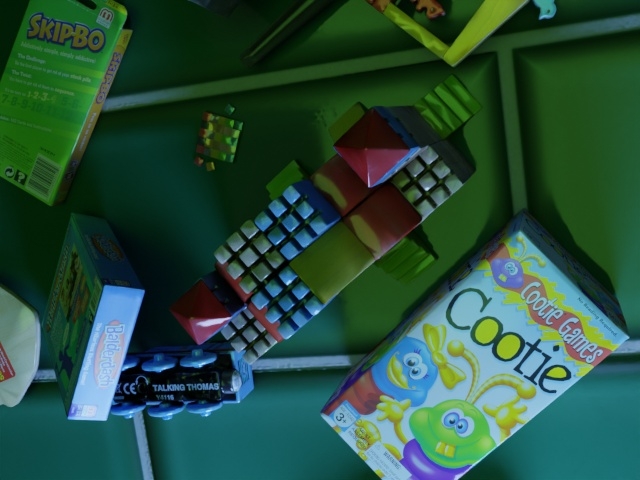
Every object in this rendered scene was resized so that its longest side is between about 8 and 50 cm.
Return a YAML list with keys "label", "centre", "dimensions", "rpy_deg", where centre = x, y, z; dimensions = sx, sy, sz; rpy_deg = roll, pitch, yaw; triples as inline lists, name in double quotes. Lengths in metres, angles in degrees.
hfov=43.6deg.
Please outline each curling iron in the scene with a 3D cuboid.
- label: "curling iron"
  centre: [0.010, -0.288, 0.848]
  dimensions: [0.068, 0.035, 0.274]
  rpy_deg: [45, 107, 3]

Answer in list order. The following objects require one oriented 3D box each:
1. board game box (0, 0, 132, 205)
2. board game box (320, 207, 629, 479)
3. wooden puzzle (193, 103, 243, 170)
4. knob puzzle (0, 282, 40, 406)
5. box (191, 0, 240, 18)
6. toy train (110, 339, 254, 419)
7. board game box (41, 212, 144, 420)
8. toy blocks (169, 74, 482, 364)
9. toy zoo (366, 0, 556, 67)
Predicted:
- label: "board game box"
  centre: [-0.322, -0.183, 0.962]
  dimensions: [0.124, 0.039, 0.259]
  rpy_deg: [30, 109, 9]
- label: "board game box"
  centre: [0.155, 0.119, 0.821]
  dimensions: [0.144, 0.142, 0.275]
  rpy_deg: [45, 108, 4]
- label: "wooden puzzle"
  centre: [-0.118, -0.119, 0.929]
  dimensions: [0.049, 0.006, 0.083]
  rpy_deg: [18, 104, 13]
- label: "knob puzzle"
  centre: [-0.436, 0.127, 1.049]
  dimensions: [0.213, 0.030, 0.213]
  rpy_deg: [4, 103, 19]
- label: "box"
  centre: [-0.129, -0.418, 0.804]
  dimensions: [0.242, 0.076, 0.307]
  rpy_deg: [-48, 69, 18]
- label: "toy train"
  centre: [-0.171, 0.161, 0.942]
  dimensions: [0.184, 0.105, 0.080]
  rpy_deg: [-5, 95, 16]
- label: "board game box"
  centre: [-0.266, 0.080, 0.915]
  dimensions: [0.047, 0.210, 0.160]
  rpy_deg: [10, 108, -31]
- label: "toy blocks"
  centre: [0.000, 0.000, 0.783]
  dimensions: [0.381, 0.261, 0.191]
  rpy_deg: [-42, 87, 19]
- label: "toy zoo"
  centre: [0.110, -0.308, 0.783]
  dimensions: [0.293, 0.030, 0.192]
  rpy_deg: [39, 106, 5]
